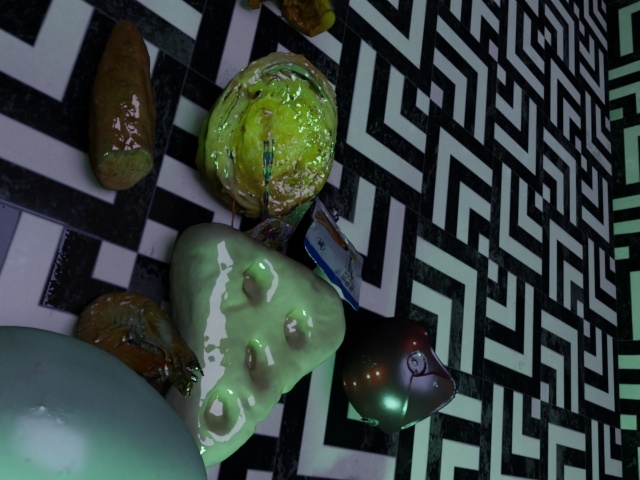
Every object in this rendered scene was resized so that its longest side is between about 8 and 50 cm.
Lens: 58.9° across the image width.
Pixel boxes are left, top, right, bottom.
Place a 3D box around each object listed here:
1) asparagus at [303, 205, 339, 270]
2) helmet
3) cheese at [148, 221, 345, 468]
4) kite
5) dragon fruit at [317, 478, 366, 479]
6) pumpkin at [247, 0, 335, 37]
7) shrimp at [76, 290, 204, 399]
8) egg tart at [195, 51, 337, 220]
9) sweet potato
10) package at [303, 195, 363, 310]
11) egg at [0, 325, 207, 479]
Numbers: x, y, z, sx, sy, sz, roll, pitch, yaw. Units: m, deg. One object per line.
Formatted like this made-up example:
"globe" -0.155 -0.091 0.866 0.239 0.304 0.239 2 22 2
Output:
"asparagus" -0.001 0.000 1.096 0.165 0.030 0.036 -65 149 -34
"helmet" 0.136 0.248 1.066 0.193 0.189 0.216 21 71 -16
"cheese" -0.093 0.175 0.893 0.328 0.129 0.351 19 69 -42
"kite" -0.093 -0.052 0.947 0.198 0.006 0.245 -21 128 -30
"dragon fruit" 0.070 0.477 1.031 0.190 0.094 0.094 39 56 -20
"pumpkin" -0.055 -0.478 1.079 0.183 0.118 0.108 10 76 -50
"shrimp" -0.233 0.136 0.732 0.115 0.217 0.051 -26 139 -38
"egg tart" -0.086 -0.173 0.969 0.290 0.107 0.291 -19 123 -32
"sweet potato" -0.279 -0.198 0.810 0.097 0.097 0.252 11 75 -44
"package" 0.028 0.022 1.040 0.171 0.027 0.173 53 23 -24
"egg" -0.277 0.239 0.619 0.371 0.229 0.230 46 53 -28
